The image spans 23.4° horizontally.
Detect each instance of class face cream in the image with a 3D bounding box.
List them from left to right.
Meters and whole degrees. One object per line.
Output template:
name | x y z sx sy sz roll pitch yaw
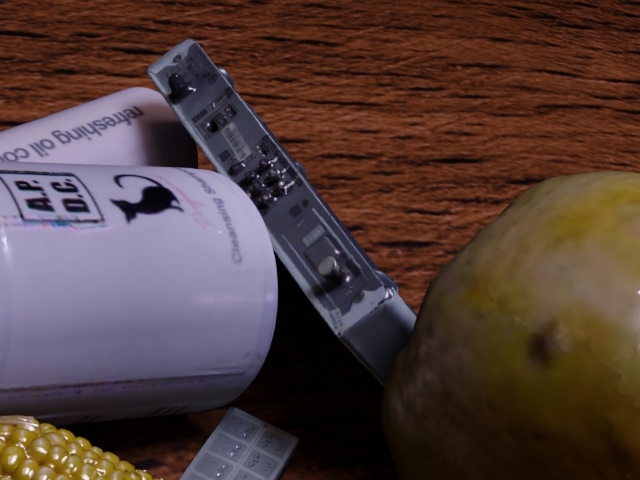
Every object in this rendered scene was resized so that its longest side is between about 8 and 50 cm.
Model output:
face cream | -0.203 0.030 0.793 0.369 0.145 0.145 0 37 -44
face cream | -0.207 -0.018 0.960 0.092 0.092 0.311 35 37 23

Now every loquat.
loquat | 0.180 0.102 0.818 0.284 0.276 0.276 39 37 12

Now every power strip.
power strip | -0.055 0.142 0.870 0.051 0.019 0.136 27 33 8

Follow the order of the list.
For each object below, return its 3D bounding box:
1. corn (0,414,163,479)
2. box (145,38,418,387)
corn | -0.061 0.179 0.746 0.293 0.106 0.106 27 33 3
box | 0.000 0.000 0.977 0.270 0.045 0.211 53 2 41
